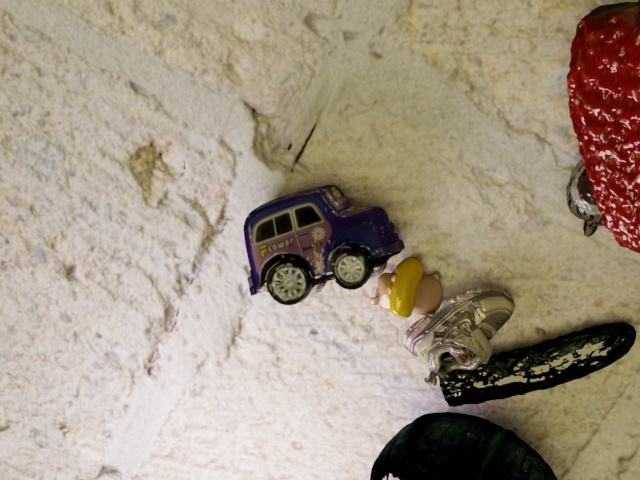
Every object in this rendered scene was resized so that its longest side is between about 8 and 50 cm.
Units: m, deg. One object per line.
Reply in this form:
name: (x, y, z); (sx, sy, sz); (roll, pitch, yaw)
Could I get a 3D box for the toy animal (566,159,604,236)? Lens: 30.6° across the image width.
toy animal: (0.392, -0.054, 1.663); (0.098, 0.098, 0.137); (14, 116, 7)

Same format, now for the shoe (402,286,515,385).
shoe: (0.213, 0.144, 1.752); (0.180, 0.092, 0.089); (-29, 140, 13)

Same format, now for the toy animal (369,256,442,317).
toy animal: (0.128, 0.071, 1.783); (0.082, 0.114, 0.091); (-7, 86, 49)

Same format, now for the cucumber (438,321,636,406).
cucumber: (0.329, 0.188, 1.771); (0.303, 0.072, 0.081); (-15, 69, 18)

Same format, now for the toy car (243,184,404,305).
toy car: (0.000, 0.000, 1.736); (0.235, 0.172, 0.158); (-15, 91, 12)

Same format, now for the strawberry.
strawberry: (0.465, -0.146, 1.492); (0.312, 0.267, 0.351); (3, 88, 24)

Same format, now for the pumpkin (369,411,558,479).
pumpkin: (0.229, 0.398, 1.787); (0.315, 0.238, 0.315); (16, 133, 18)
